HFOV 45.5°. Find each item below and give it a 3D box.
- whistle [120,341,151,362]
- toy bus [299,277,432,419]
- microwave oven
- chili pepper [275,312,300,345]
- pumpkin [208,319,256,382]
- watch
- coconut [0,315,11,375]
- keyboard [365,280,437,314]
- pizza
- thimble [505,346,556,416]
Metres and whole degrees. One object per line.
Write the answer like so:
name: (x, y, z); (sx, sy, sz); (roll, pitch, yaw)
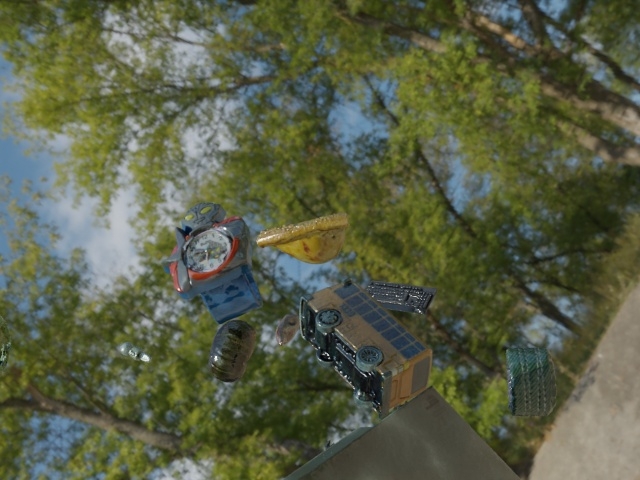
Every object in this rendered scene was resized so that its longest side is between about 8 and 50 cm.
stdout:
whistle: (-0.468, 0.284, 1.930); (0.035, 0.100, 0.035); (-45, -34, -44)
toy bus: (0.057, 0.135, 1.017); (0.103, 0.182, 0.091); (-25, -45, -27)
microwave oven: (0.115, 0.483, 1.250); (0.432, 0.374, 0.236); (-18, -31, -50)
chili pepper: (-0.085, 0.226, 1.932); (0.041, 0.050, 0.153); (-57, -2, 32)
pumpkin: (-0.254, 0.319, 2.147); (0.107, 0.119, 0.183); (-15, -59, -81)
watch: (-0.278, 0.061, 2.055); (0.241, 0.305, 0.274); (-22, -39, 1)
coconut: (-0.537, 0.185, 1.230); (0.133, 0.055, 0.158); (89, -172, -45)
keyboard: (0.178, 0.130, 1.790); (0.074, 0.196, 0.015); (-56, -51, -27)
pizza: (0.000, 0.002, 1.603); (0.188, 0.204, 0.080); (13, -113, -54)
thimble: (0.414, 0.280, 1.511); (0.118, 0.090, 0.135); (26, -118, -79)
